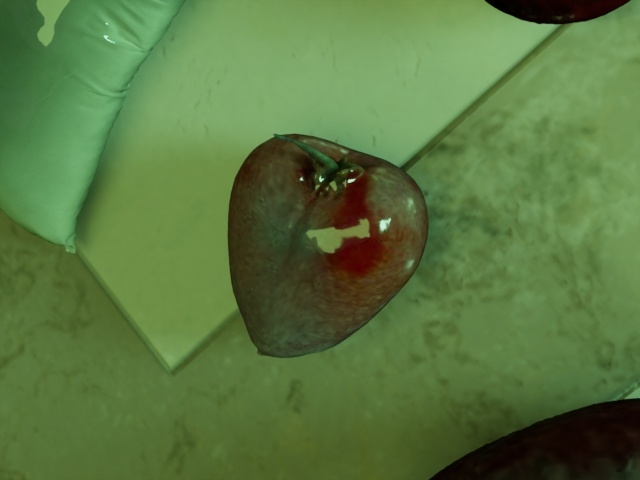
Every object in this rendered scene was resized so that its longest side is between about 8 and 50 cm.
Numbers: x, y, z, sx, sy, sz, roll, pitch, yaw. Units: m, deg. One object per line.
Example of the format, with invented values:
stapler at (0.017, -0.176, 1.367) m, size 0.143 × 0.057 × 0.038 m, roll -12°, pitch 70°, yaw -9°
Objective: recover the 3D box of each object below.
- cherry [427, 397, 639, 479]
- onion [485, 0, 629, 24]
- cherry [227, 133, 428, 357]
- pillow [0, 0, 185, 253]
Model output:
cherry at (0.132, 0.194, 0.758) m, size 0.300 × 0.203 × 0.230 m, roll -46°, pitch 74°, yaw 7°
onion at (0.110, -0.168, 0.754) m, size 0.131 × 0.131 × 0.131 m, roll 4°, pitch 100°, yaw 22°
cherry at (-0.002, -0.004, 0.843) m, size 0.106 × 0.087 × 0.126 m, roll 43°, pitch 130°, yaw 4°
pillow at (-0.138, -0.126, 0.886) m, size 0.144 × 0.078 × 0.254 m, roll 36°, pitch 110°, yaw 4°
